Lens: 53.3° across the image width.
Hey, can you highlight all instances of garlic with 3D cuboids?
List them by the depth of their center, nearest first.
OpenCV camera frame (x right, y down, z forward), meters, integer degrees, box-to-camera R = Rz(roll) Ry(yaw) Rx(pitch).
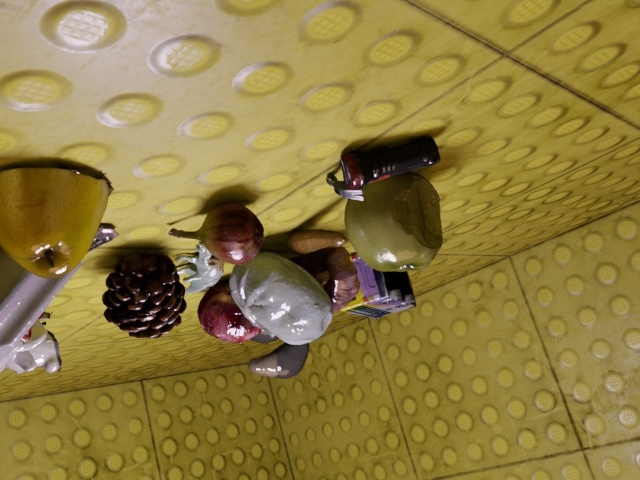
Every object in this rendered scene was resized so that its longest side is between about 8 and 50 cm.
[{"bbox_3d":[0.010,0.122,2.064,0.245,0.245,0.160,-32,175,43],"label":"garlic"}]

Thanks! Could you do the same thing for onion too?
[{"bbox_3d":[-0.302,0.257,2.189,0.251,0.252,0.219,-8,126,-26],"label":"onion"}]

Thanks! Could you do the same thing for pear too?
[{"bbox_3d":[-0.518,-0.017,1.202,0.266,0.178,0.267,-11,165,-3],"label":"pear"}]

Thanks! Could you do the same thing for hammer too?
[{"bbox_3d":[0.164,-0.166,1.563,0.287,0.111,0.033,-20,128,-17],"label":"hammer"}]

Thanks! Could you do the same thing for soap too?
[{"bbox_3d":[-0.749,0.081,1.467,0.302,0.257,0.159,-54,156,-21],"label":"soap"}]

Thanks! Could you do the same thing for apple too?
[{"bbox_3d":[0.195,-0.047,1.697,0.278,0.279,0.279,-15,164,-4],"label":"apple"}]

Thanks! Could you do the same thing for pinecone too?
[{"bbox_3d":[-0.476,0.144,1.716,0.224,0.224,0.273,-13,144,-11],"label":"pinecone"}]

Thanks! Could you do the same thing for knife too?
[{"bbox_3d":[-0.630,0.046,1.533,0.365,0.043,0.089,-24,164,21],"label":"knife"}]

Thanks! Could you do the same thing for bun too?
[{"bbox_3d":[-0.125,0.191,1.964,0.194,0.354,0.354,-51,178,-23],"label":"bun"}]

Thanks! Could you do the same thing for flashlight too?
[{"bbox_3d":[0.162,-0.187,1.482,0.231,0.093,0.093,-18,165,-14],"label":"flashlight"}]

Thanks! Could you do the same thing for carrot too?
[{"bbox_3d":[0.000,0.000,1.808,0.078,0.078,0.298,-6,-179,-33],"label":"carrot"}]

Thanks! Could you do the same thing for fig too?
[{"bbox_3d":[-0.245,-0.033,1.551,0.230,0.143,0.160,24,-178,22],"label":"fig"}]

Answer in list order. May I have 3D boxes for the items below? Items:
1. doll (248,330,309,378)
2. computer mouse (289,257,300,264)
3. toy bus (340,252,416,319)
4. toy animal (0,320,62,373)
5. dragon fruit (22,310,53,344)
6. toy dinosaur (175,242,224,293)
[{"bbox_3d":[-0.197,0.370,2.500,0.382,0.379,0.252,-4,177,-26],"label":"doll"},{"bbox_3d":[-0.075,0.116,2.245,0.269,0.087,0.137,-8,161,-24],"label":"computer mouse"},{"bbox_3d":[0.212,0.181,2.517,0.249,0.210,0.440,-20,163,18],"label":"toy bus"},{"bbox_3d":[-0.933,0.317,1.920,0.248,0.174,0.289,-6,167,8],"label":"toy animal"},{"bbox_3d":[-0.799,0.185,1.694,0.235,0.135,0.137,-37,154,8],"label":"dragon fruit"},{"bbox_3d":[-0.377,0.114,1.937,0.205,0.092,0.393,-22,156,-2],"label":"toy dinosaur"}]
